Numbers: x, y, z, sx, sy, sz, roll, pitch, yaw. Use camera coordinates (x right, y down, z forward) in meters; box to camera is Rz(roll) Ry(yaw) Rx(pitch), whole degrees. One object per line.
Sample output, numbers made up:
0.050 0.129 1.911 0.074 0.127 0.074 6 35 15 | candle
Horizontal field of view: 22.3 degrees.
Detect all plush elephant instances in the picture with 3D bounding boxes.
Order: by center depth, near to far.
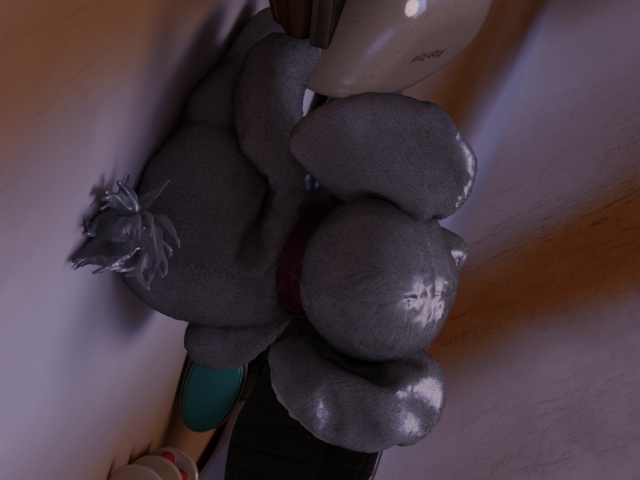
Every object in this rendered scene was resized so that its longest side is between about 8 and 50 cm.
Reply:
0.000 0.000 1.190 0.330 0.255 0.272 -41 149 -69 | plush elephant

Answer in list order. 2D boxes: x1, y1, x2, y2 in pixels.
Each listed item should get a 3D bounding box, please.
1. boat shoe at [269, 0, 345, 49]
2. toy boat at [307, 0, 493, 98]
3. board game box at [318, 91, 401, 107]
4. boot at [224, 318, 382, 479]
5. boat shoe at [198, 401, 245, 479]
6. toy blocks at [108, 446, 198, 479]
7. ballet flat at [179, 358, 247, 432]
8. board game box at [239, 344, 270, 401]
-0.023 -0.255 1.064 0.307 0.104 0.110 93 10 -51 | boat shoe
0.096 -0.263 1.419 0.318 0.148 0.267 -46 168 22 | toy boat
0.032 -0.141 1.646 0.194 0.060 0.194 46 64 -77 | board game box
0.014 0.145 1.584 0.284 0.138 0.377 59 40 -77 | boot
-0.075 0.240 1.715 0.302 0.109 0.094 -47 170 -46 | boat shoe
-0.149 0.242 1.409 0.148 0.054 0.123 -5 112 -79 | toy blocks
-0.087 0.094 1.472 0.052 0.057 0.168 -70 176 -73 | ballet flat
-0.057 0.081 1.615 0.170 0.048 0.141 -5 115 -79 | board game box
